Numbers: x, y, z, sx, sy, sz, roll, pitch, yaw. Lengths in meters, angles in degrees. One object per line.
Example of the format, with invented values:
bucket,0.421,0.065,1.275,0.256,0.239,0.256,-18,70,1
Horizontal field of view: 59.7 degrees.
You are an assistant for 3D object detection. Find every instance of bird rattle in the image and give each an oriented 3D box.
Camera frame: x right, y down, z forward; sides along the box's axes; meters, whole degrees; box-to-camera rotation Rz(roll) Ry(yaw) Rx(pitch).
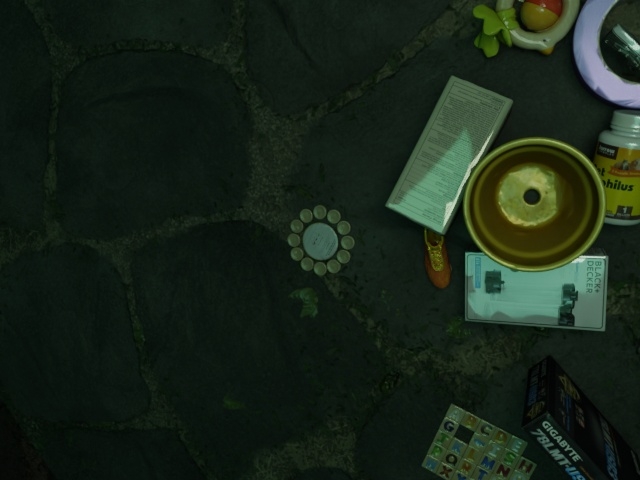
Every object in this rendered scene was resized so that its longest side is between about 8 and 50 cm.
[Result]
bird rattle,0.431,-0.497,1.157,0.207,0.143,0.253,28,95,3

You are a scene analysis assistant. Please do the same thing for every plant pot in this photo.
plant pot,0.430,-0.083,1.137,0.254,0.239,0.253,4,101,20

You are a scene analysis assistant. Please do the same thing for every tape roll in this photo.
tape roll,0.640,-0.395,1.087,0.275,0.090,0.274,4,101,21

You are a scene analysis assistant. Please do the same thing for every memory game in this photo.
memory game,0.000,0.000,1.439,0.186,0.012,0.186,3,100,20

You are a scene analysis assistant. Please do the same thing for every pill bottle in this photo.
pill bottle,0.604,-0.146,1.108,0.117,0.117,0.214,10,114,19

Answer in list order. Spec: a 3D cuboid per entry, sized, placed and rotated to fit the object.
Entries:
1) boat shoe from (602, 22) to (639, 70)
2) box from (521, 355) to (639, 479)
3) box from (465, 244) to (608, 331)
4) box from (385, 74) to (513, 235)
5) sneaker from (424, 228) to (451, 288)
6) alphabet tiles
boat shoe,0.591,-0.344,1.044,0.142,0.049,0.040,51,131,8
box,0.547,0.417,1.149,0.293,0.295,0.073,48,114,8
box,0.472,0.099,1.235,0.290,0.087,0.169,3,100,20
box,0.279,-0.176,1.212,0.148,0.121,0.311,29,97,15
sneaker,0.269,0.031,1.313,0.064,0.067,0.175,-9,97,20
alphabet tiles,0.396,0.541,1.382,0.237,0.009,0.198,25,107,16
